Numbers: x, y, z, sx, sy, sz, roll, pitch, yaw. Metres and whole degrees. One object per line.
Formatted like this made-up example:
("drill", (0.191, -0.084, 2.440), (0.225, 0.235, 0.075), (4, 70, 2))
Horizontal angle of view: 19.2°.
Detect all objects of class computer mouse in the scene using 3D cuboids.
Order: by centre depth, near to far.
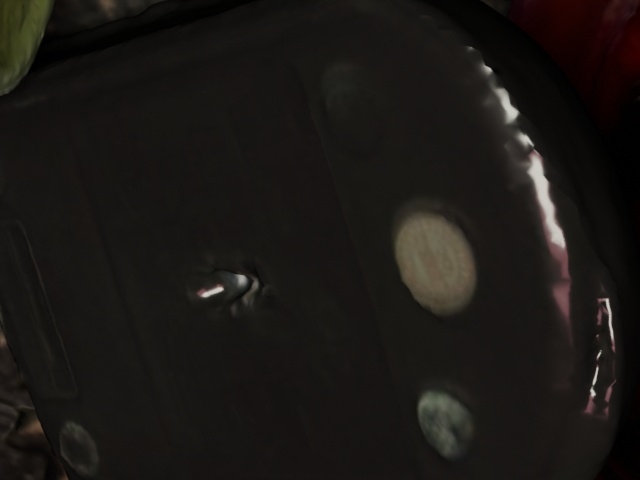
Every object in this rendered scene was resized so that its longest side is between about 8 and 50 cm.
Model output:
("computer mouse", (0.000, 0.000, 0.601), (0.269, 0.100, 0.170), (-5, 103, 46))

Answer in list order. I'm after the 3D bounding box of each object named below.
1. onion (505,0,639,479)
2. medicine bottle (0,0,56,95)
("onion", (0.166, 0.033, 0.600), (0.280, 0.146, 0.314), (0, 120, 16))
("medicine bottle", (-0.160, -0.116, 0.577), (0.143, 0.147, 0.147), (5, 117, 9))
